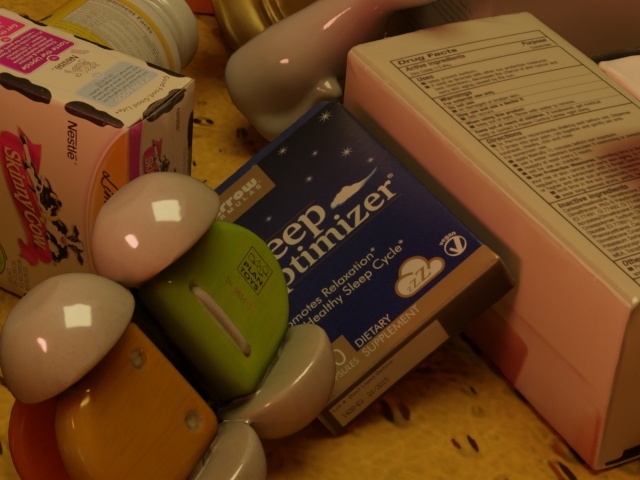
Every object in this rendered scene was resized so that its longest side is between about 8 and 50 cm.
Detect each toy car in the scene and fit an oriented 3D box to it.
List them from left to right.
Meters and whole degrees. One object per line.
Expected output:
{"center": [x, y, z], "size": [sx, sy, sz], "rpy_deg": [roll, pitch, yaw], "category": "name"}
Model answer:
{"center": [-0.093, 0.066, 0.821], "size": [0.136, 0.159, 0.182], "rpy_deg": [-16, 30, 47], "category": "toy car"}

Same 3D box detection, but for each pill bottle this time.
{"center": [-0.161, -0.113, 1.080], "size": [0.103, 0.103, 0.184], "rpy_deg": [19, 37, 18], "category": "pill bottle"}

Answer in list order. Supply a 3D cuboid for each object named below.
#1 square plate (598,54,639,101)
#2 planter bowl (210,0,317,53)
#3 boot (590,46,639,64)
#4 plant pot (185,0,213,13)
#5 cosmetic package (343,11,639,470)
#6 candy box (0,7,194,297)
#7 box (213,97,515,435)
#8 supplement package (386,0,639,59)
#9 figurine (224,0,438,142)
{"center": [0.363, 0.019, 0.873], "size": [0.344, 0.049, 0.347], "rpy_deg": [21, 19, -43], "category": "square plate"}
{"center": [0.011, -0.226, 1.190], "size": [0.090, 0.217, 0.217], "rpy_deg": [-5, 34, -42], "category": "planter bowl"}
{"center": [0.292, -0.096, 1.116], "size": [0.236, 0.085, 0.178], "rpy_deg": [0, 6, 8], "category": "boot"}
{"center": [-0.085, -0.350, 1.340], "size": [0.291, 0.203, 0.291], "rpy_deg": [4, 36, -3], "category": "plant pot"}
{"center": [0.147, -0.013, 0.964], "size": [0.153, 0.129, 0.296], "rpy_deg": [-15, 41, -24], "category": "cosmetic package"}
{"center": [-0.192, -0.054, 0.944], "size": [0.233, 0.159, 0.071], "rpy_deg": [21, 39, 21], "category": "candy box"}
{"center": [0.000, 0.000, 0.946], "size": [0.136, 0.036, 0.225], "rpy_deg": [-40, 45, -2], "category": "box"}
{"center": [0.174, -0.253, 1.163], "size": [0.175, 0.293, 0.177], "rpy_deg": [-8, 38, -19], "category": "supplement package"}
{"center": [0.001, -0.207, 1.077], "size": [0.092, 0.209, 0.215], "rpy_deg": [-5, 63, -46], "category": "figurine"}
